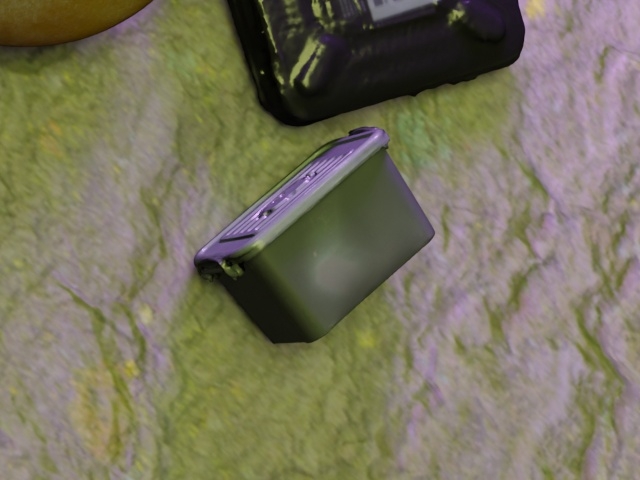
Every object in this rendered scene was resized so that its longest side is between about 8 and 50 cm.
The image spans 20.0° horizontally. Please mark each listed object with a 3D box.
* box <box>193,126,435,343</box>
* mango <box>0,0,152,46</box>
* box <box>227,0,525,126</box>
[{"bbox_3d":[0.000,0.000,1.962,0.243,0.163,0.135,-42,103,-23],"label":"box"},{"bbox_3d":[-0.317,-0.313,1.885,0.384,0.199,0.221,-4,72,-27],"label":"mango"},{"bbox_3d":[0.050,-0.332,2.062,0.350,0.091,0.359,-19,96,-24],"label":"box"}]
